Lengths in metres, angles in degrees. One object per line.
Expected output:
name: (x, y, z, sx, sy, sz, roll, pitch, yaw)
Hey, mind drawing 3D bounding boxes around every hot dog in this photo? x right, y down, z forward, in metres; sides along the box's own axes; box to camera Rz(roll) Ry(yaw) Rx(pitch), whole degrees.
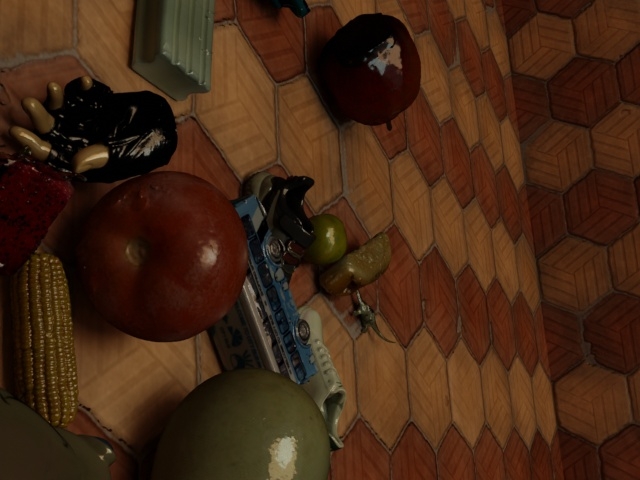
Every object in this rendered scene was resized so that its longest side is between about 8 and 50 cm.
hot dog: (0.078, 0.052, 1.627, 0.073, 0.084, 0.242, 56, 27, 2)

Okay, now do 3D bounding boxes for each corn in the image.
corn: (-0.303, 0.111, 0.917, 0.068, 0.068, 0.208, 10, 68, -61)

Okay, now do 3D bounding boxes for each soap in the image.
soap: (-0.216, -0.324, 1.249, 0.119, 0.066, 0.198, 34, 50, -55)

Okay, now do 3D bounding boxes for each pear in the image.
pear: (0.000, 0.000, 1.516, 0.097, 0.092, 0.092, -45, 122, -29)

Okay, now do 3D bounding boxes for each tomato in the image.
tomato: (-0.188, 0.020, 1.023, 0.184, 0.208, 0.208, 22, 59, -76)

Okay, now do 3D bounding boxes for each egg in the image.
egg: (-0.108, 0.303, 1.054, 0.218, 0.218, 0.296, 51, 54, -42)

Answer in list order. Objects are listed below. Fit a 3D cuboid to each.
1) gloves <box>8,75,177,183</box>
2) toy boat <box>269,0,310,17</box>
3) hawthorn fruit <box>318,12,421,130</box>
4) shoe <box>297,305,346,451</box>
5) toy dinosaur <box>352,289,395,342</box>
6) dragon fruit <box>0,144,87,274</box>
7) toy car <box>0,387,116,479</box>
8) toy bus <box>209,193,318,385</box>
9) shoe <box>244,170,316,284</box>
gloves: (-0.277, -0.133, 1.020, 0.203, 0.124, 0.164, -8, 44, -31)
toy boat: (-0.118, -0.503, 1.492, 0.299, 0.092, 0.134, 54, 5, -50)
hawthorn fruit: (0.114, -0.340, 1.736, 0.250, 0.215, 0.215, 63, 31, -24)
shoe: (-0.001, 0.232, 1.395, 0.095, 0.110, 0.265, 37, 51, -50)
toy dinosaur: (0.094, 0.155, 1.679, 0.180, 0.037, 0.058, 63, 36, -26)
dragon fruit: (-0.337, -0.043, 0.886, 0.147, 0.096, 0.102, -55, 141, 4)
toy car: (-0.297, 0.268, 0.696, 0.242, 0.226, 0.336, 54, 37, -38)
toy bus: (-0.106, 0.090, 1.258, 0.131, 0.106, 0.297, -35, 109, -58)
shoe: (-0.062, -0.013, 1.370, 0.099, 0.112, 0.228, 28, 54, -57)
